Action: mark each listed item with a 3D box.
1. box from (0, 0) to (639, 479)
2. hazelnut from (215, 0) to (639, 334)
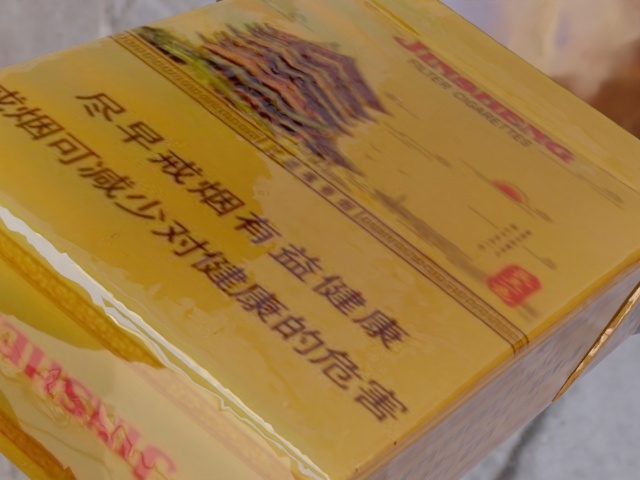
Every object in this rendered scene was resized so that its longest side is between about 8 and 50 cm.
[{"bbox_3d":[0.000,0.000,0.571,0.174,0.274,0.076,39,124,16],"label":"box"},{"bbox_3d":[0.109,-0.120,1.005,0.429,0.402,0.402,-137,47,-75],"label":"hazelnut"}]
